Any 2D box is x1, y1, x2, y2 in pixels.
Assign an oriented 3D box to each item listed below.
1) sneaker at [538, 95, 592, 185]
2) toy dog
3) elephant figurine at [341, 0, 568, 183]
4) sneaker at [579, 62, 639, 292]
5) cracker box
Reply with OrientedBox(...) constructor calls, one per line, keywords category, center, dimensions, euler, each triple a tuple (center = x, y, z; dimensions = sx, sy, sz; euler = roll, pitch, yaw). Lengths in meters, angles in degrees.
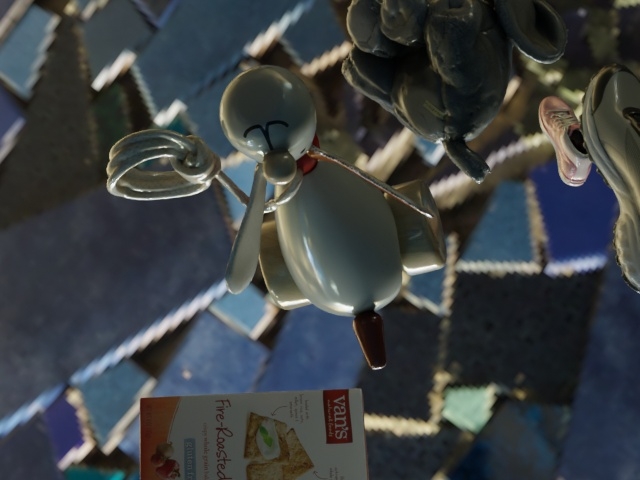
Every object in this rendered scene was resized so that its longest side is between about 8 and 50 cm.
OrientedBox(category="sneaker", center=(0.317, -0.142, 2.222), dimensions=(0.051, 0.134, 0.070), euler=(-5, 148, -12))
OrientedBox(category="toy dog", center=(0.000, 0.000, 1.431), dimensions=(0.220, 0.161, 0.334), euler=(-28, 150, 28))
OrientedBox(category="elephant figurine", center=(0.145, -0.204, 1.633), dimensions=(0.239, 0.169, 0.186), euler=(-38, 142, -45))
OrientedBox(category="sneaker", center=(0.351, -0.073, 1.821), dimensions=(0.100, 0.271, 0.108), euler=(10, 144, -35))
OrientedBox(category="cracker box", center=(-0.067, 0.237, 1.791), dimensions=(0.232, 0.155, 0.067), euler=(-3, 154, -2))
